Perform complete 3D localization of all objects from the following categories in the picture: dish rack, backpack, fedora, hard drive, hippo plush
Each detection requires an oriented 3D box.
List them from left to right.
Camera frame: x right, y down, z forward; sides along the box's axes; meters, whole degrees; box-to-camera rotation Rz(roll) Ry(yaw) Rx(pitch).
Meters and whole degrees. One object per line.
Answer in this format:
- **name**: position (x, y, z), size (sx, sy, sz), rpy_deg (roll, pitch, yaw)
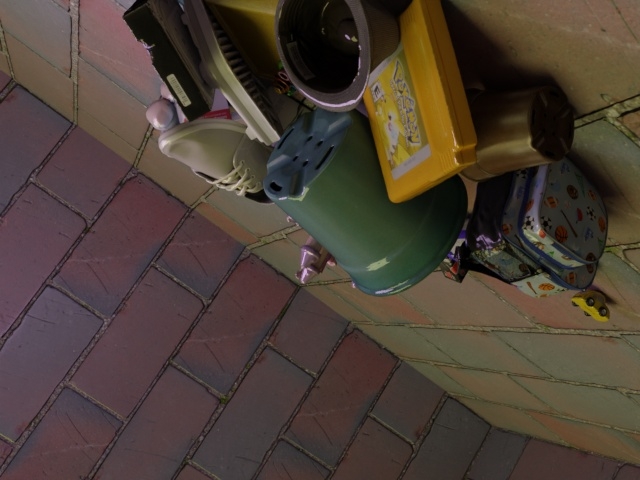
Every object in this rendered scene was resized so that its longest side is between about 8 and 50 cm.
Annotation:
- **hard drive**: position (-0.299, -0.403, 1.567), size (0.237, 0.064, 0.339), rpy_deg (60, -173, -24)
- **hippo plush**: position (-0.348, -0.366, 2.136), size (0.294, 0.235, 0.236), rpy_deg (-5, -165, -14)
- **dish rack**: position (-0.194, -0.365, 1.632), size (0.333, 0.072, 0.286), rpy_deg (51, -165, -58)
- **fedora**: position (0.041, -0.353, 1.298), size (0.275, 0.124, 0.244), rpy_deg (17, 122, 51)
- **backpack**: position (0.422, -0.025, 1.433), size (0.263, 0.277, 0.213), rpy_deg (38, 152, -29)

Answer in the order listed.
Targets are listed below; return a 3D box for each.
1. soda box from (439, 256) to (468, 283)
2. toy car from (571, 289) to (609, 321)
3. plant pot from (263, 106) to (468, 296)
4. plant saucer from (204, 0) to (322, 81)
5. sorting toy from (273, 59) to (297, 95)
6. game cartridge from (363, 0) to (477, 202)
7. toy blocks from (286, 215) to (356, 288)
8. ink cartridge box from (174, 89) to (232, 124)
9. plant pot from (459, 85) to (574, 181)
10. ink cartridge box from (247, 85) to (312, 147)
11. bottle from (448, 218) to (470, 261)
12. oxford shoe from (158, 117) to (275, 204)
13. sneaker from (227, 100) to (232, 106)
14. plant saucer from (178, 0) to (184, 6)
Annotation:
- **soda box**: position (0.370, 0.056, 2.145), size (0.060, 0.053, 0.169), rpy_deg (23, 163, 36)
- **toy car**: position (0.583, 0.096, 1.825), size (0.225, 0.053, 0.239), rpy_deg (20, 160, 42)
- **plant pot**: position (0.078, -0.106, 1.618), size (0.334, 0.341, 0.341), rpy_deg (36, 166, -31)
- **plant saucer**: position (-0.084, -0.418, 1.541), size (0.332, 0.081, 0.333), rpy_deg (24, 162, 36)
- **sorting toy**: position (-0.073, -0.329, 1.558), size (0.061, 0.042, 0.102), rpy_deg (33, 165, 0)
- **game cartridge**: position (0.161, -0.234, 1.328), size (0.323, 0.052, 0.286), rpy_deg (145, 112, -75)
- **toy blocks**: position (0.000, 0.000, 1.997), size (0.308, 0.260, 0.288), rpy_deg (26, 170, 13)
- **ink cartridge box**: position (-0.302, -0.351, 1.869), size (0.197, 0.114, 0.273), rpy_deg (130, 125, -75)
- **plant pot**: position (0.326, -0.189, 1.279), size (0.167, 0.167, 0.165), rpy_deg (42, 155, -30)
- **ink cartridge box**: position (-0.062, -0.269, 1.928), size (0.237, 0.100, 0.172), rpy_deg (33, 165, 0)
- **bottle**: position (0.398, 0.000, 1.828), size (0.118, 0.092, 0.283), rpy_deg (38, 165, -19)
- **oxford shoe**: position (-0.204, -0.179, 1.784), size (0.169, 0.130, 0.449), rpy_deg (-21, 162, 23)
- **sneaker**: position (-0.189, -0.369, 1.881), size (0.082, 0.071, 0.191), rpy_deg (23, -160, -18)
- **plant saucer**: position (-0.285, -0.543, 1.677), size (0.119, 0.021, 0.119), rpy_deg (31, 166, 9)
